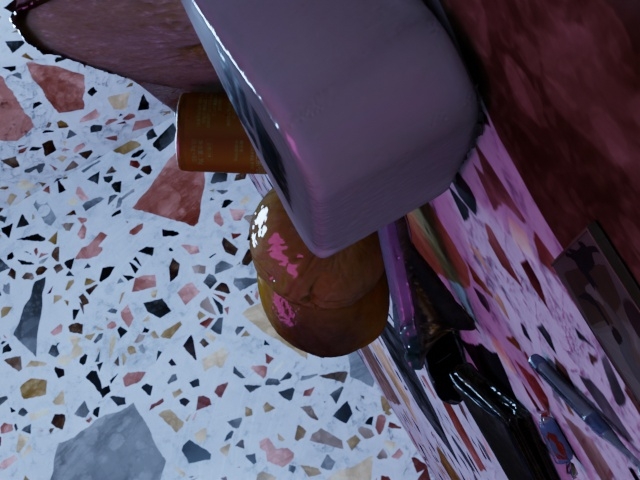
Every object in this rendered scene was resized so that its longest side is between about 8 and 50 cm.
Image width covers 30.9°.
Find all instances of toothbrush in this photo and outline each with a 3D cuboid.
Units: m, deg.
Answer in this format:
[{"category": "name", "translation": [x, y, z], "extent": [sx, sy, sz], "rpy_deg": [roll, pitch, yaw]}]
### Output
[{"category": "toothbrush", "translation": [0.236, 0.156, 0.992], "extent": [0.019, 0.016, 0.219], "rpy_deg": [53, 179, -31]}]

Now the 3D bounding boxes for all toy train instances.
[{"category": "toy train", "translation": [0.162, 0.160, 1.562], "extent": [0.048, 0.055, 0.252], "rpy_deg": [57, 174, 32]}]

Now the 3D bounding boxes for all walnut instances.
[{"category": "walnut", "translation": [0.000, 0.000, 1.583], "extent": [0.195, 0.195, 0.221], "rpy_deg": [60, 168, 6]}]

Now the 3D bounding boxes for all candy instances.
[{"category": "candy", "translation": [0.244, 0.209, 1.196], "extent": [0.083, 0.020, 0.030], "rpy_deg": [62, 175, -2]}]

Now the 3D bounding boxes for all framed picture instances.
[{"category": "framed picture", "translation": [0.220, 0.087, 0.772], "extent": [0.200, 0.010, 0.136], "rpy_deg": [60, 175, 11]}]

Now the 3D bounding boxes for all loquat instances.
[{"category": "loquat", "translation": [0.005, 0.068, 1.793], "extent": [0.238, 0.193, 0.238], "rpy_deg": [-20, -90, -82]}]

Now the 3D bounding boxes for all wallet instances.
[{"category": "wallet", "translation": [0.261, 0.302, 1.442], "extent": [0.317, 0.044, 0.169], "rpy_deg": [62, 174, -25]}]

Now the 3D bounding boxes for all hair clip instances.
[{"category": "hair clip", "translation": [0.084, -0.020, 1.254], "extent": [0.096, 0.110, 0.358], "rpy_deg": [3, 130, 35]}]

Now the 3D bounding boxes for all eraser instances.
[{"category": "eraser", "translation": [0.009, -0.115, 0.959], "extent": [0.331, 0.150, 0.331], "rpy_deg": [59, 177, 5]}]

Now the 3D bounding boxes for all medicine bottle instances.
[{"category": "medicine bottle", "translation": [-0.073, -0.126, 1.379], "extent": [0.096, 0.192, 0.096], "rpy_deg": [-177, 90, -89]}]

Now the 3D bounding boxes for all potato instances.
[{"category": "potato", "translation": [-0.154, -0.342, 1.221], "extent": [0.397, 0.290, 0.295], "rpy_deg": [5, -100, -49]}]

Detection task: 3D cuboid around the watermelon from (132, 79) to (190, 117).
[{"category": "watermelon", "translation": [-0.197, -0.295, 1.502], "extent": [0.387, 0.228, 0.258], "rpy_deg": [57, -173, -34]}]
